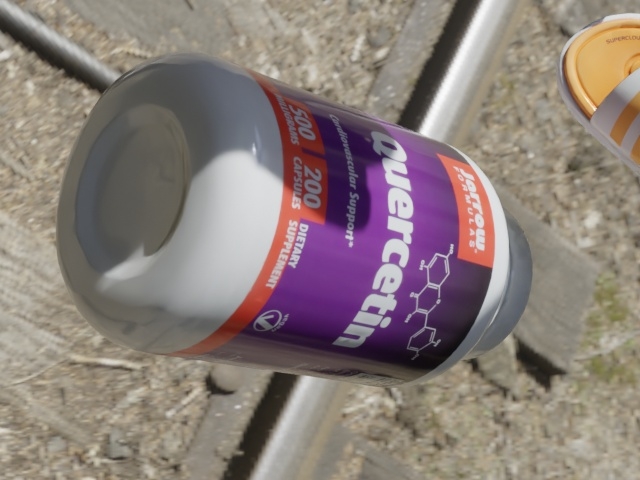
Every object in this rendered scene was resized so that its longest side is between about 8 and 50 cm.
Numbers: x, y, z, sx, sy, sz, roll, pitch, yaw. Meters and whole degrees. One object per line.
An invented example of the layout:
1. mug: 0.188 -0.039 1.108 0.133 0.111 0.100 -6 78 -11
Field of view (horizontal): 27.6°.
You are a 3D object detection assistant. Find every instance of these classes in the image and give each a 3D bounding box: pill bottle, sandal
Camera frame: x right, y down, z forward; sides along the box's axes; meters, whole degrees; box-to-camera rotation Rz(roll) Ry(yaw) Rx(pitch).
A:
1. pill bottle: 0.000 0.000 0.864 0.323 0.181 0.182 14 73 -45
2. sandal: 0.271 -0.061 0.847 0.102 0.076 0.265 -44 77 -4
